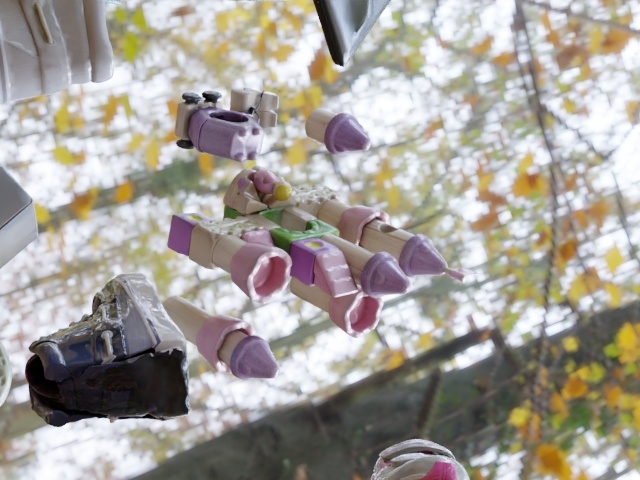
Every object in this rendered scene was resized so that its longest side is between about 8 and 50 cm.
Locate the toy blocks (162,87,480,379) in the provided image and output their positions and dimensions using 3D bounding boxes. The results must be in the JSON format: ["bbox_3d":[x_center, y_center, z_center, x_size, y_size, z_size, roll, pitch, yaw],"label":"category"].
[{"bbox_3d":[0.000,0.000,1.751,0.260,0.289,0.308,26,-63,40],"label":"toy blocks"}]

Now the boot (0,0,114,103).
[{"bbox_3d":[-0.245,-0.214,1.281,0.095,0.123,0.258,100,-23,-49],"label":"boot"}]

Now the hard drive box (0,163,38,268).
[{"bbox_3d":[-0.396,-0.078,1.532,0.232,0.089,0.181,47,-14,3],"label":"hard drive box"}]

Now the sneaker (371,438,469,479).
[{"bbox_3d":[0.100,0.262,1.622,0.252,0.103,0.111,120,-16,-65],"label":"sneaker"}]

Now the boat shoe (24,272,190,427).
[{"bbox_3d":[-0.256,0.117,1.679,0.340,0.158,0.127,-154,-120,-70],"label":"boat shoe"}]

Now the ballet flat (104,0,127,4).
[{"bbox_3d":[-0.306,-0.353,1.794,0.106,0.316,0.107,-45,-105,24],"label":"ballet flat"}]

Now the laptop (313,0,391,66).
[{"bbox_3d":[-0.047,-0.445,1.446,0.236,0.382,0.407,7,-45,30],"label":"laptop"}]

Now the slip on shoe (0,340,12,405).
[{"bbox_3d":[-0.427,0.079,1.399,0.331,0.123,0.101,20,-22,14],"label":"slip on shoe"}]
